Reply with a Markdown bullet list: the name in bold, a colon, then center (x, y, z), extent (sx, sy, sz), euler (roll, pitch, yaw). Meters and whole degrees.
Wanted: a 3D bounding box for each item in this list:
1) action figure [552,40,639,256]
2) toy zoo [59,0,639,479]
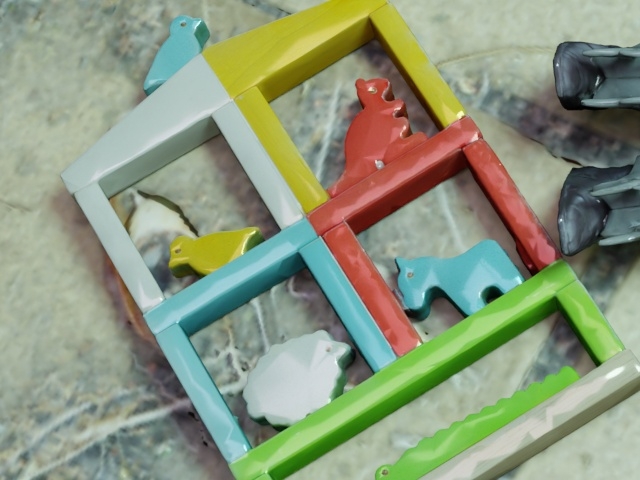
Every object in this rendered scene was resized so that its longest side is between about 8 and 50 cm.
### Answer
- **action figure**: center (0.253, -0.052, 0.895), extent (0.285, 0.099, 0.185), euler (-5, 90, 17)
- **toy zoo**: center (0.000, 0.000, 0.965), extent (0.192, 0.030, 0.293), euler (-31, 69, -2)
